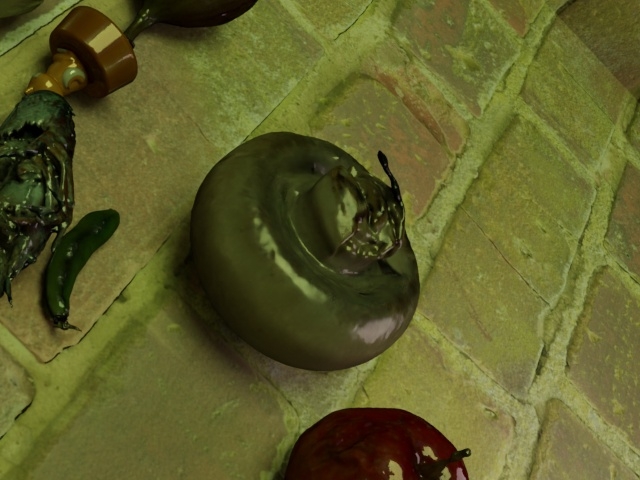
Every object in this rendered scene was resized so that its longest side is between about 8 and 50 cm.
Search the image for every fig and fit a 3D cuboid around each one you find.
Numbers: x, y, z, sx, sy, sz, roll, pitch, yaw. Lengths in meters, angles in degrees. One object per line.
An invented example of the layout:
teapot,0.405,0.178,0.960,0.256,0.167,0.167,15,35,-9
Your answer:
fig,-0.235,-0.414,1.815,0.217,0.217,0.321,46,60,-6

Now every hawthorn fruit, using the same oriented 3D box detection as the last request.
hawthorn fruit,0.093,0.315,1.432,0.242,0.272,0.241,25,53,-37

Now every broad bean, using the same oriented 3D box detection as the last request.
broad bean,-0.312,0.028,1.449,0.069,0.039,0.226,29,42,-17

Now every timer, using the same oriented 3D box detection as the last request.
timer,-0.355,-0.236,1.586,0.132,0.132,0.152,47,61,-5

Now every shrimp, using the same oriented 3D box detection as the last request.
shrimp,-0.390,-0.059,1.382,0.172,0.137,0.372,5,36,2

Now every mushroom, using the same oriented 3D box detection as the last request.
mushroom,0.000,0.000,1.581,0.362,0.295,0.362,27,44,-30

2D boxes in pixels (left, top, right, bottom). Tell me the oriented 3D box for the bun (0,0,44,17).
bun,-0.458,-0.404,1.590,0.229,0.145,0.229,3,48,-3
